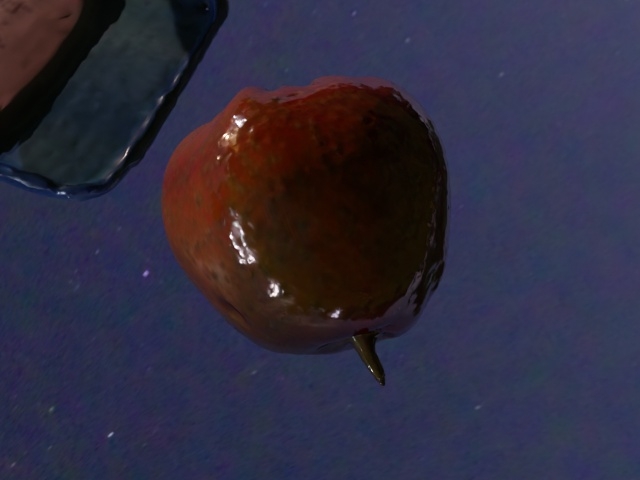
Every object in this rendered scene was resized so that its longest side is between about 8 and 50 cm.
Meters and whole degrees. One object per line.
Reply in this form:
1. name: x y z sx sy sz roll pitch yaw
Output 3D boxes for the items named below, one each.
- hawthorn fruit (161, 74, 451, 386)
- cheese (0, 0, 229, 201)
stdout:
1. hawthorn fruit: 0.000 0.000 1.182 0.277 0.277 0.298 -14 -103 -28
2. cheese: -0.171 -0.082 0.404 0.286 0.074 0.189 15 -121 16
